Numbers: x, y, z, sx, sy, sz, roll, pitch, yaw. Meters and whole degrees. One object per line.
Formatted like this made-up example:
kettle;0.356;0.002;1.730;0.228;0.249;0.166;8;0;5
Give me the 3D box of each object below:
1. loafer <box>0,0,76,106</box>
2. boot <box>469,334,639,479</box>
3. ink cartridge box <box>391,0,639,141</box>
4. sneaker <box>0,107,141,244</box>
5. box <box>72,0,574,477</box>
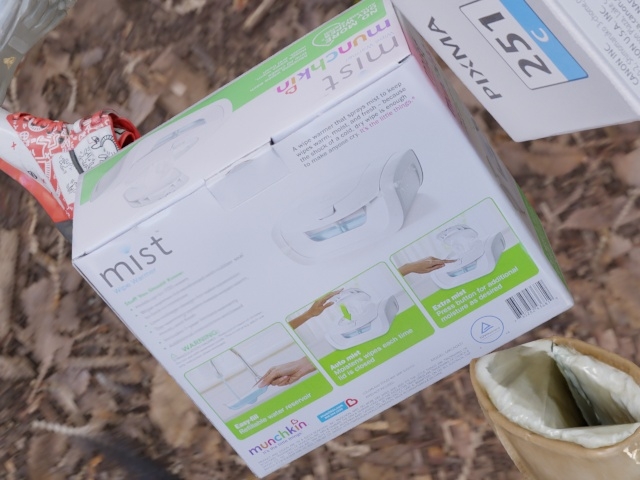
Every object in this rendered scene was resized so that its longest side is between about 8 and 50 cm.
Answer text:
loafer;-0.323;-0.223;1.511;0.111;0.112;0.319;33;85;16
boot;0.159;0.157;0.904;0.089;0.236;0.269;-47;122;-20
ink cartridge box;0.034;-0.179;0.832;0.066;0.261;0.296;-47;104;-15
sneaker;-0.306;-0.118;1.869;0.270;0.090;0.145;44;105;19
box;0.000;0.000;1.072;0.262;0.127;0.231;-31;119;12
